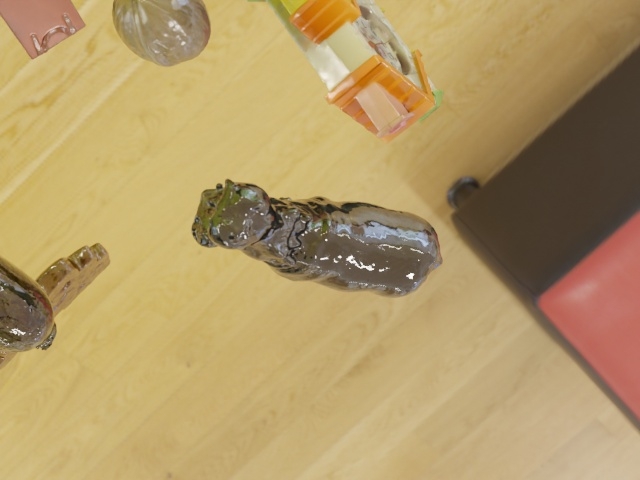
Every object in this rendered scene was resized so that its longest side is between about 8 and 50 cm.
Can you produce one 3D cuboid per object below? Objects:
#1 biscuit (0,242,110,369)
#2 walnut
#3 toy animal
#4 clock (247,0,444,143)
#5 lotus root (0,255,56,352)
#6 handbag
[{"bbox_3d":[-0.441,0.090,1.460,0.043,0.301,0.278,42,116,-2],"label":"biscuit"},{"bbox_3d":[-0.240,-0.334,1.350,0.140,0.140,0.162,-33,146,0],"label":"walnut"},{"bbox_3d":[-0.015,-0.002,0.994,0.343,0.168,0.106,11,88,-42],"label":"toy animal"},{"bbox_3d":[0.056,-0.263,1.196,0.106,0.220,0.255,-37,87,28],"label":"clock"},{"bbox_3d":[-0.352,0.061,0.959,0.081,0.089,0.179,-12,136,30],"label":"lotus root"},{"bbox_3d":[-0.537,-0.442,1.670,0.127,0.063,0.190,-35,149,-9],"label":"handbag"}]
